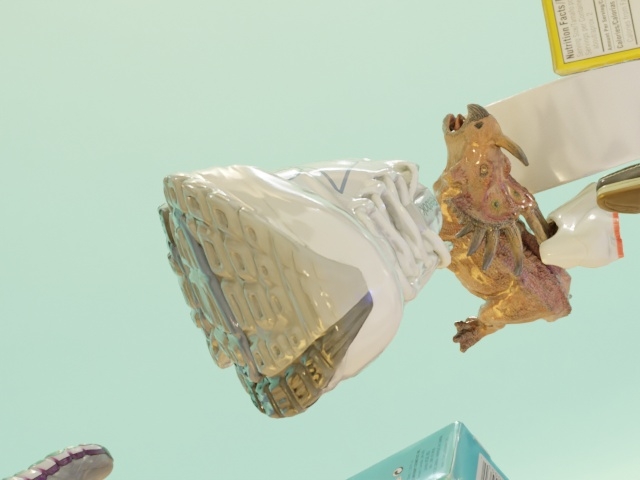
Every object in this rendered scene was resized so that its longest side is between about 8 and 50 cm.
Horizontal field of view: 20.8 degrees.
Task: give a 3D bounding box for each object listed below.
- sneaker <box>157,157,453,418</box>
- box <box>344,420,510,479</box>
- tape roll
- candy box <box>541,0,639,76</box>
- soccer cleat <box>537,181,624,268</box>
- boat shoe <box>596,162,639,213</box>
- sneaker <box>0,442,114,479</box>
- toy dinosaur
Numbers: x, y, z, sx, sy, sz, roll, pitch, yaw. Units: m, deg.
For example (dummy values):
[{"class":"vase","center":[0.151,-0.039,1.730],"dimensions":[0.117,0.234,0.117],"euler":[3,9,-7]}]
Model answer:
[{"class":"sneaker","center":[0.000,0.000,0.784],"dimensions":[0.129,0.297,0.111],"euler":[-21,97,-6]},{"class":"box","center":[0.021,0.219,1.146],"dimensions":[0.244,0.100,0.060],"euler":[-32,19,26]},{"class":"tape roll","center":[0.274,-0.120,1.768],"dimensions":[0.286,0.286,0.100],"euler":[-19,90,-2]},{"class":"candy box","center":[0.139,-0.184,0.782],"dimensions":[0.105,0.027,0.206],"euler":[-11,88,15]},{"class":"soccer cleat","center":[0.237,-0.013,1.604],"dimensions":[0.076,0.068,0.196],"euler":[-8,8,10]},{"class":"boat shoe","center":[0.291,-0.060,1.378],"dimensions":[0.152,0.056,0.049],"euler":[-12,64,6]},{"class":"sneaker","center":[-0.283,0.281,1.754],"dimensions":[0.224,0.083,0.098],"euler":[-19,61,-45]},{"class":"toy dinosaur","center":[0.170,0.015,1.613],"dimensions":[0.200,0.296,0.127],"euler":[-11,52,46]}]
